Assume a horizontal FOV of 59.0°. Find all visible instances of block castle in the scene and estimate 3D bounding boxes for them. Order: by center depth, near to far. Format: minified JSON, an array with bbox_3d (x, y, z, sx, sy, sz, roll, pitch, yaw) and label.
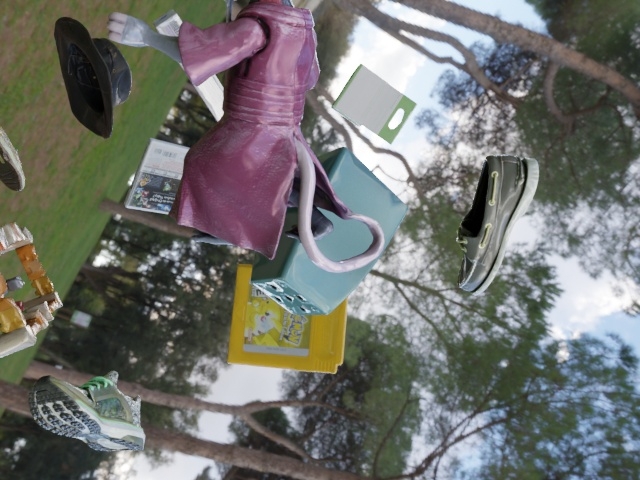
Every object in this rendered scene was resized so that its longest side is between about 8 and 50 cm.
[{"bbox_3d":[-0.876,0.137,1.497,0.213,0.303,0.453,-21,-167,-11],"label":"block castle"}]

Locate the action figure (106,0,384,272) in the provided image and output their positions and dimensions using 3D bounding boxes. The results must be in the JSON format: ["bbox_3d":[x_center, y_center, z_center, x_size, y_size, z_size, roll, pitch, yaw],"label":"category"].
[{"bbox_3d":[-0.071,-0.156,0.663,0.276,0.248,0.370,27,-58,36],"label":"action figure"}]

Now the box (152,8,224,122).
[{"bbox_3d":[-0.313,-0.433,1.465,0.067,0.324,0.063,-34,-141,-1],"label":"box"}]

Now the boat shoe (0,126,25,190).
[{"bbox_3d":[-0.851,-0.226,1.549,0.072,0.068,0.190,-85,177,-48],"label":"boat shoe"}]

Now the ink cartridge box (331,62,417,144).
[{"bbox_3d":[0.178,-0.448,1.880,0.171,0.235,0.056,-57,-171,-1],"label":"ink cartridge box"}]

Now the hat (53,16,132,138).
[{"bbox_3d":[-0.614,-0.462,1.591,0.134,0.331,0.331,-30,178,-38],"label":"hat"}]

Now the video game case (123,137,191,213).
[{"bbox_3d":[-0.345,-0.141,1.333,0.022,0.190,0.173,43,-66,40],"label":"video game case"}]

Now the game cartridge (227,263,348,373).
[{"bbox_3d":[-0.088,0.216,1.589,0.052,0.324,0.285,51,43,-77],"label":"game cartridge"}]

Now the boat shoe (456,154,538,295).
[{"bbox_3d":[0.309,-0.025,1.070,0.109,0.091,0.305,-83,-175,-54],"label":"boat shoe"}]

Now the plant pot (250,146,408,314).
[{"bbox_3d":[0.000,0.000,0.946,0.166,0.165,0.234,-12,-136,54],"label":"plant pot"}]

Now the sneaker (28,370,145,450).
[{"bbox_3d":[-0.599,0.419,1.486,0.158,0.410,0.182,-11,-128,11],"label":"sneaker"}]
